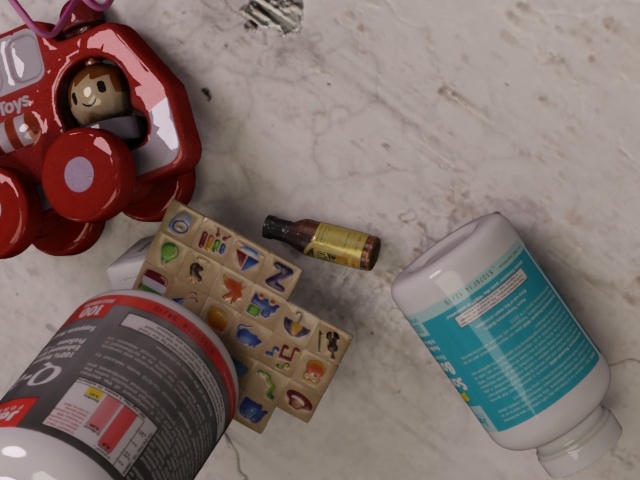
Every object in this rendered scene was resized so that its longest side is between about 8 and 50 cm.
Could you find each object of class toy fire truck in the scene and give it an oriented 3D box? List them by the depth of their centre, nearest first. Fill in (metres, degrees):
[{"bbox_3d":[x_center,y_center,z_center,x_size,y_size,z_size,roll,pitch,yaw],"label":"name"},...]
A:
[{"bbox_3d":[-0.284,-0.124,1.752,0.302,0.169,0.254,-20,83,24],"label":"toy fire truck"}]

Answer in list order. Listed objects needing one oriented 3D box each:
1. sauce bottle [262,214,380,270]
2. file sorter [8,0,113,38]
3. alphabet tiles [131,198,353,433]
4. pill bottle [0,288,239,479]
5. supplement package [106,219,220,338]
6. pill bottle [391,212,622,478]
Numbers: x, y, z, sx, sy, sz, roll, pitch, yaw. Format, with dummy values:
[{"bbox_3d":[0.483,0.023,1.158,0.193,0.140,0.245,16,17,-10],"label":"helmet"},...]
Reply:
[{"bbox_3d":[0.000,0.000,1.752,0.128,0.042,0.042,14,114,16],"label":"sauce bottle"},{"bbox_3d":[-0.194,-0.356,1.579,0.290,0.182,0.202,-23,120,25],"label":"file sorter"},{"bbox_3d":[-0.092,0.092,1.723,0.237,0.009,0.198,28,113,4],"label":"alphabet tiles"},{"bbox_3d":[-0.241,0.227,1.608,0.210,0.363,0.210,12,126,17],"label":"pill bottle"},{"bbox_3d":[-0.146,0.085,1.798,0.105,0.105,0.179,-14,105,21],"label":"supplement package"},{"bbox_3d":[0.201,0.114,1.663,0.146,0.146,0.264,-33,96,27],"label":"pill bottle"}]
